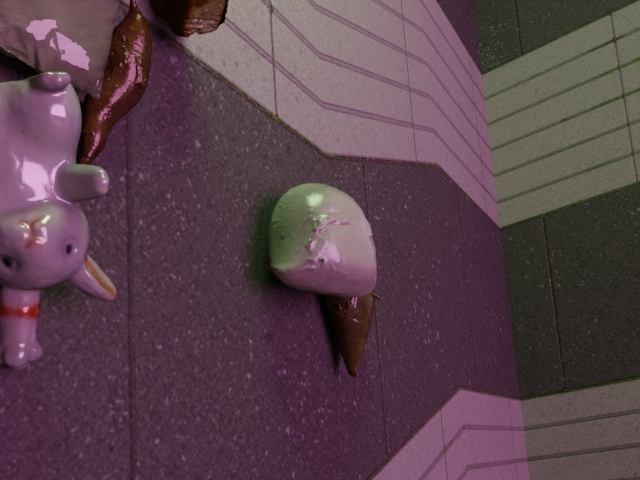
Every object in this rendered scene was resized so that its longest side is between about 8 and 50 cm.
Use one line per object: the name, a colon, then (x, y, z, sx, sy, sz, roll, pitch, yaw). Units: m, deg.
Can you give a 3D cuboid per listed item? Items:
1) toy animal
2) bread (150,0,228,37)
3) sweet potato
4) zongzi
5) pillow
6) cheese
toy animal: (-0.271, -0.024, 0.533, 0.141, 0.138, 0.282, -12, 88, -23)
bread: (-0.184, -0.365, 0.782, 0.069, 0.140, 0.128, -22, 58, -41)
sweet potato: (-0.249, -0.184, 0.695, 0.068, 0.068, 0.226, 31, 67, -52)
zongzi: (0.038, 0.142, 1.059, 0.160, 0.079, 0.176, 44, 50, -38)
pillow: (-0.291, -0.255, 0.628, 0.134, 0.078, 0.181, 24, 64, -50)
cheese: (0.000, 0.000, 0.953, 0.198, 0.154, 0.189, 16, 68, -44)
